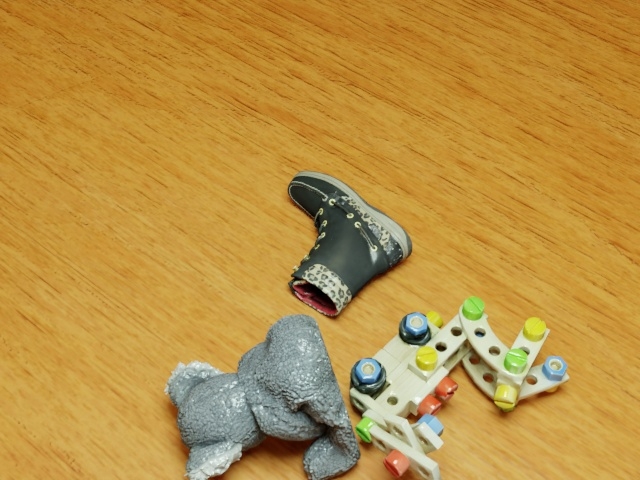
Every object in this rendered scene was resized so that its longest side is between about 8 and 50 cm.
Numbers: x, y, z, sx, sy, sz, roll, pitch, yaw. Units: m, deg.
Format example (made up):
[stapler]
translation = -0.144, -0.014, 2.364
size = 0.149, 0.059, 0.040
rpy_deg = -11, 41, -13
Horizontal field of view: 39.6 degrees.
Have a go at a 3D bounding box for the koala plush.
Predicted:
[koala plush]
translation = -0.086, 0.208, 1.140
size = 0.221, 0.203, 0.196
rpy_deg = -18, 51, -2

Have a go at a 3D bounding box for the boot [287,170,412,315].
[boot]
translation = 0.001, -0.001, 1.376
size = 0.236, 0.085, 0.178
rpy_deg = 34, 58, 24

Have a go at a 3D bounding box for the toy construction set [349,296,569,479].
[toy construction set]
translation = 0.165, 0.199, 1.182
size = 0.215, 0.151, 0.328
rpy_deg = 36, 46, 25
